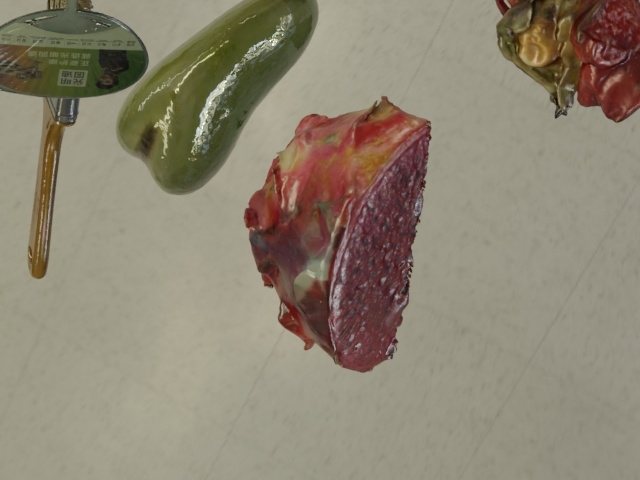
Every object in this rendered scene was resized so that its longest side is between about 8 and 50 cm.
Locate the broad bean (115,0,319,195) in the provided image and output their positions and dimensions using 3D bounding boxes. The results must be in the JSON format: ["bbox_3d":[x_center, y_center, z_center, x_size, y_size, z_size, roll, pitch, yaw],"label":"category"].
[{"bbox_3d":[-0.109,-0.171,1.429,0.121,0.189,0.263,40,98,7],"label":"broad bean"}]

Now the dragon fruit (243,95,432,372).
[{"bbox_3d":[-0.011,0.001,1.200,0.161,0.126,0.274,31,128,34],"label":"dragon fruit"}]

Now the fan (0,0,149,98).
[{"bbox_3d":[-0.083,-0.070,0.480,0.080,0.060,0.003,-32,55,38],"label":"fan"}]

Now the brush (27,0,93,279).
[{"bbox_3d":[-0.125,-0.047,0.640,0.014,0.043,0.170,-3,131,-23],"label":"brush"}]

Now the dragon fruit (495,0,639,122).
[{"bbox_3d":[0.127,-0.134,0.687,0.122,0.192,0.092,5,144,-24],"label":"dragon fruit"}]
